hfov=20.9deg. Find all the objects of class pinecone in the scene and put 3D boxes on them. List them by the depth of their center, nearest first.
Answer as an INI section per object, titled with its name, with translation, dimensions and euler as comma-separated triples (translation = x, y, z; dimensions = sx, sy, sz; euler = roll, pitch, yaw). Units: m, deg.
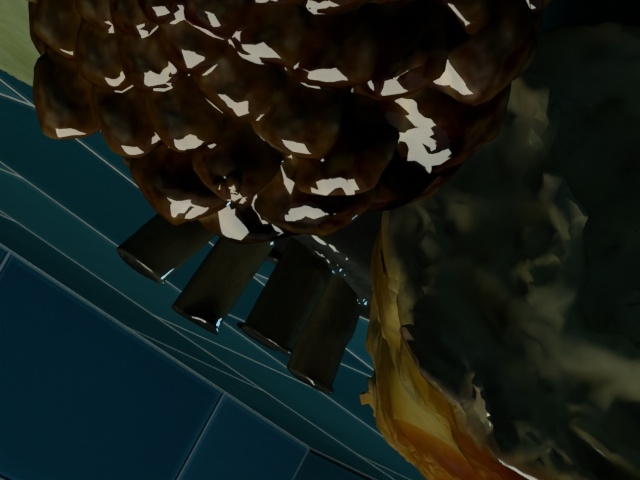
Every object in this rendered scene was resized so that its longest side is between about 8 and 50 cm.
[pinecone]
translation = -0.007, -0.081, 0.495
dimensions = 0.173, 0.173, 0.173
euler = 28, 170, 5

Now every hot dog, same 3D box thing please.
[hot dog]
translation = 0.181, 0.081, 0.703
dimensions = 0.367, 0.196, 0.365
euler = 34, 168, 3

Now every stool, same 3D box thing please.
[stool]
translation = 0.005, 0.002, 0.911
dimensions = 0.228, 0.139, 0.153
euler = 36, 170, -23

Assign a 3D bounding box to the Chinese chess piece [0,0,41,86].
[Chinese chess piece]
translation = -0.117, -0.135, 0.651
dimensions = 0.250, 0.101, 0.250
euler = 28, 170, 5
